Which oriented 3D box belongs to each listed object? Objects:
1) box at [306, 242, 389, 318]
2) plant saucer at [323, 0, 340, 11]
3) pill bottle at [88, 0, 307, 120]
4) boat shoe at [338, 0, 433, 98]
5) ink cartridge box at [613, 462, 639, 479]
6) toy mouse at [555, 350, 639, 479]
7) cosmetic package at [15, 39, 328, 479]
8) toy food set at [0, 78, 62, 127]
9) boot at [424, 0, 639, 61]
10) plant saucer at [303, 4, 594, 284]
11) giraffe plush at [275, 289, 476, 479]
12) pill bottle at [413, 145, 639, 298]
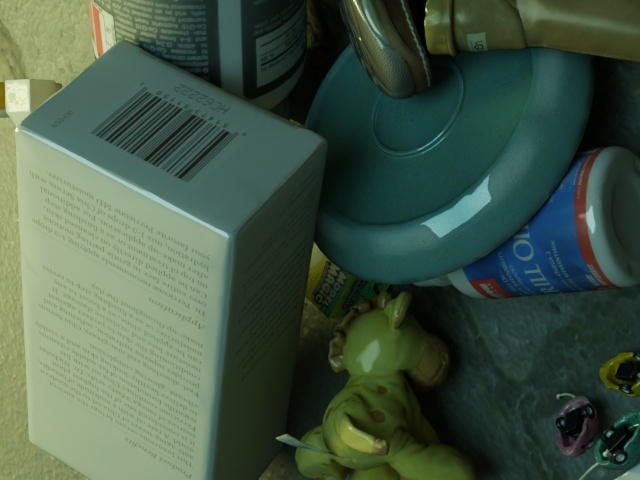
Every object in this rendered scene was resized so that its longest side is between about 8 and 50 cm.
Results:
[{"bbox_3d":[0.000,0.000,1.554,0.179,0.043,0.105,41,117,26],"label":"box"},{"bbox_3d":[0.028,-0.286,1.523,0.119,0.021,0.119,3,96,38],"label":"plant saucer"},{"bbox_3d":[-0.117,-0.238,1.447,0.210,0.210,0.363,33,141,31],"label":"pill bottle"},{"bbox_3d":[0.062,-0.273,1.394,0.116,0.123,0.324,-14,60,1],"label":"boat shoe"},{"bbox_3d":[0.320,0.227,1.312,0.181,0.061,0.104,-41,69,32],"label":"ink cartridge box"},{"bbox_3d":[0.252,0.167,1.342,0.161,0.031,0.143,-14,47,58],"label":"toy mouse"},{"bbox_3d":[-0.147,0.062,1.454,0.230,0.161,0.453,28,138,17],"label":"cosmetic package"},{"bbox_3d":[-0.282,-0.127,1.716,0.232,0.111,0.105,2,94,35],"label":"toy food set"},{"bbox_3d":[0.233,-0.251,1.294,0.269,0.089,0.236,2,76,13],"label":"boot"},{"bbox_3d":[0.096,-0.113,1.378,0.317,0.043,0.318,-21,52,30],"label":"plant saucer"},{"bbox_3d":[0.059,0.143,1.459,0.181,0.210,0.170,-6,61,41],"label":"giraffe plush"},{"bbox_3d":[0.179,-0.011,1.364,0.221,0.124,0.124,-8,89,38],"label":"pill bottle"}]
